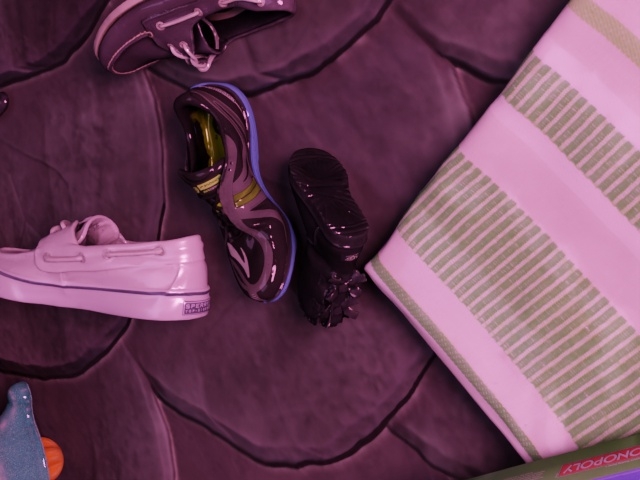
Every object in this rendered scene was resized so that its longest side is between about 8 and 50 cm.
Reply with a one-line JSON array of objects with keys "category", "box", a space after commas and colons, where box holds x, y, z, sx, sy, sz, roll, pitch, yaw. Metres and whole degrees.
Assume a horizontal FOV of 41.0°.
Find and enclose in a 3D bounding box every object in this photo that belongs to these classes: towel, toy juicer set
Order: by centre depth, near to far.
[{"category": "towel", "box": [0.185, -0.003, 0.527, 0.248, 0.038, 0.325, 50, 128, 19]}, {"category": "toy juicer set", "box": [-0.336, 0.244, 0.930, 0.209, 0.089, 0.329, -20, 81, 55]}]

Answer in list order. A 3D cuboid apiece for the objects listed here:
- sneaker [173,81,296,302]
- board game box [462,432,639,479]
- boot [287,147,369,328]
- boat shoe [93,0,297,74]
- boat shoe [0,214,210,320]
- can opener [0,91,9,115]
[{"category": "sneaker", "box": [-0.077, -0.037, 0.696, 0.067, 0.078, 0.188, -19, 87, 35]}, {"category": "board game box", "box": [0.223, 0.221, 0.523, 0.317, 0.046, 0.213, -27, 97, 34]}, {"category": "boot", "box": [0.000, 0.000, 0.666, 0.121, 0.045, 0.099, -117, 27, -42]}, {"category": "boat shoe", "box": [-0.105, -0.172, 0.696, 0.206, 0.075, 0.065, -21, 82, 30]}, {"category": "boat shoe", "box": [-0.212, 0.017, 0.800, 0.258, 0.095, 0.084, 5, 97, 23]}, {"category": "can opener", "box": [-0.404, -0.114, 0.921, 0.186, 0.059, 0.073, -26, 83, 35]}]
